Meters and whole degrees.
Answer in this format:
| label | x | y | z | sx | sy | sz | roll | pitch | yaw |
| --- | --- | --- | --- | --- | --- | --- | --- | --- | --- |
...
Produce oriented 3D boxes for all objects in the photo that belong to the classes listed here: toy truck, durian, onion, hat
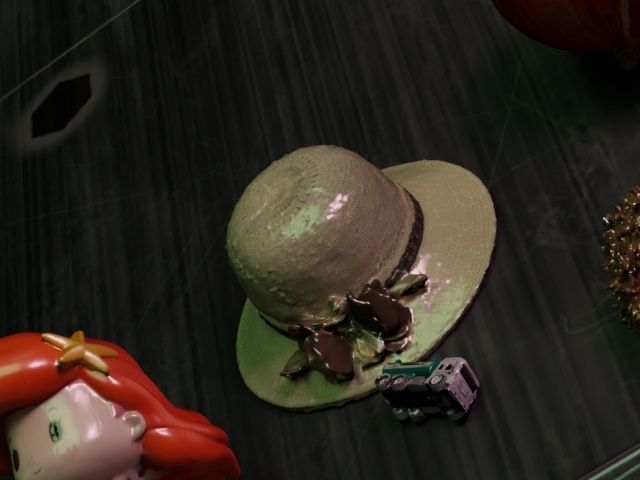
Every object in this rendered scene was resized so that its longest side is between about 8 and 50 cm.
| label | x | y | z | sx | sy | sz | roll | pitch | yaw |
| --- | --- | --- | --- | --- | --- | --- | --- | --- | --- |
| toy truck | 0.079 | 0.108 | 1.400 | 0.083 | 0.039 | 0.044 | -6 | 35 | 44 |
| durian | 0.250 | -0.001 | 1.293 | 0.148 | 0.091 | 0.188 | -10 | 48 | 40 |
| onion | 0.251 | -0.234 | 1.481 | 0.248 | 0.161 | 0.248 | -19 | 39 | 16 |
| hat | 0.000 | 0.000 | 1.515 | 0.257 | 0.130 | 0.257 | -28 | 38 | 24 |

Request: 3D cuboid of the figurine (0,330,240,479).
| label | x | y | z | sx | sy | sz | roll | pitch | yaw |
| --- | --- | --- | --- | --- | --- | --- | --- | --- | --- |
| figurine | -0.153 | 0.196 | 1.391 | 0.181 | 0.208 | 0.257 | 117 | 141 | -57 |
